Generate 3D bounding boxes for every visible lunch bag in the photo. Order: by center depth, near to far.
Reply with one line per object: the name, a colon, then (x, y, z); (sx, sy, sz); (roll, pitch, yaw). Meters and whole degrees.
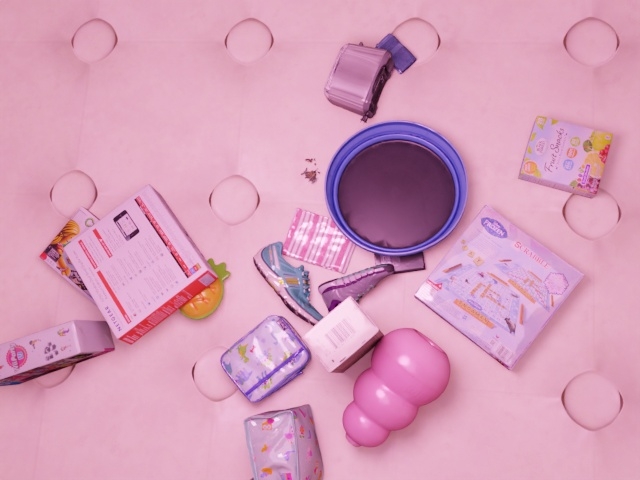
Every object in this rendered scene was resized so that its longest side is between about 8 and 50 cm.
lunch bag: (-0.087, 0.562, 1.751); (0.160, 0.223, 0.262); (-12, 80, 11)
lunch bag: (-0.144, 0.322, 1.875); (0.219, 0.090, 0.176); (-37, 80, 0)

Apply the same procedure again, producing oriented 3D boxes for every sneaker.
sneaker: (0.108, 0.133, 1.879); (0.224, 0.083, 0.098); (-19, 88, 22)
sneaker: (-0.071, 0.121, 1.892); (0.110, 0.107, 0.275); (-37, 82, -8)

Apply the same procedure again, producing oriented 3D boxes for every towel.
towel: (0.000, 0.000, 1.946); (0.197, 0.029, 0.144); (17, 83, 10)
towel: (0.221, -0.548, 2.021); (0.067, 0.029, 0.119); (-41, 76, -1)

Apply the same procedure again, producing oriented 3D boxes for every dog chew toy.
dog chew toy: (0.180, 0.388, 1.767); (0.207, 0.206, 0.331); (38, 93, 13)

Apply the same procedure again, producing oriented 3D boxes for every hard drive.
hard drive: (0.217, 0.044, 1.911); (0.135, 0.022, 0.094); (-8, 78, 6)

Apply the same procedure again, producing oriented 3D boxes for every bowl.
bowl: (0.209, -0.140, 1.906); (0.391, 0.077, 0.390); (-2, 74, 6)

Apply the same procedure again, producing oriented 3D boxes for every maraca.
maraca: (-0.326, 0.135, 1.930); (0.127, 0.099, 0.185); (18, 67, 14)

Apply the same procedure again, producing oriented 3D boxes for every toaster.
toaster: (0.107, -0.452, 1.970); (0.147, 0.129, 0.226); (21, 88, 15)

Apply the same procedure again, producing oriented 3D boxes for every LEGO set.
LEGO set: (-0.026, -0.198, 1.994); (0.054, 0.023, 0.083); (12, 68, 8)

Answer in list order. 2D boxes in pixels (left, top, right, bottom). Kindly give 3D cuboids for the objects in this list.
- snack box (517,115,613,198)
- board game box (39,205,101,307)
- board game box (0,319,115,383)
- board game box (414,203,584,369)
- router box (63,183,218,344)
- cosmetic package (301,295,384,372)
snack box: (0.665, -0.228, 1.880); (0.207, 0.070, 0.174); (16, 82, 12)
board game box: (-0.642, 0.066, 2.005); (0.305, 0.053, 0.193); (37, 85, 13)
board game box: (-0.755, 0.309, 1.889); (0.304, 0.224, 0.097); (-18, 80, 4)
board game box: (0.471, 0.122, 1.840); (0.319, 0.066, 0.318); (39, 87, 13)
router box: (-0.496, 0.060, 1.892); (0.301, 0.082, 0.335); (-37, 67, -2)
cosmetic package: (0.066, 0.246, 1.747); (0.160, 0.309, 0.113); (-40, 78, -2)
